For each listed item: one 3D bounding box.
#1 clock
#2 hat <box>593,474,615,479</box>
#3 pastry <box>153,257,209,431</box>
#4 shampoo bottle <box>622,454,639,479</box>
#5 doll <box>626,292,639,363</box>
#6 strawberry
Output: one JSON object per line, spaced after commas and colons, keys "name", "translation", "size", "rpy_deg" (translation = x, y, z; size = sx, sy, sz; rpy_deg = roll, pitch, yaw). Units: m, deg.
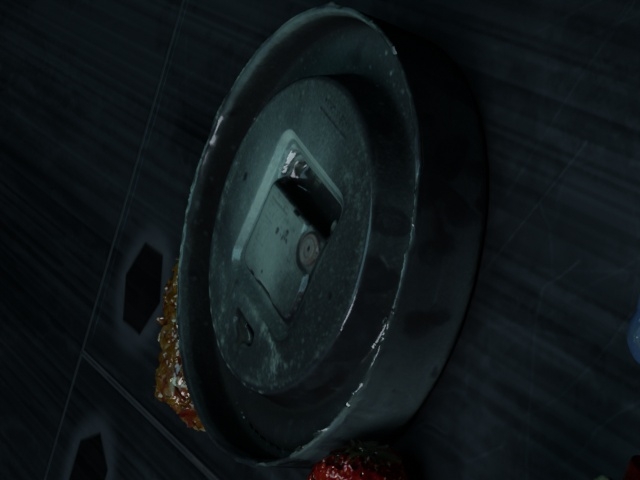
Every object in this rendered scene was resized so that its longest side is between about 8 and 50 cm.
{"name": "clock", "translation": [0.000, 0.000, 1.553], "size": [0.386, 0.076, 0.386], "rpy_deg": [-30, 54, 53]}
{"name": "hat", "translation": [0.080, 0.245, 1.155], "size": [0.257, 0.130, 0.257], "rpy_deg": [20, -90, -87]}
{"name": "pastry", "translation": [-0.117, 0.088, 1.735], "size": [0.087, 0.063, 0.169], "rpy_deg": [-15, 66, 55]}
{"name": "shampoo bottle", "translation": [0.182, 0.267, 1.144], "size": [0.102, 0.064, 0.260], "rpy_deg": [35, 110, 59]}
{"name": "doll", "translation": [0.222, 0.019, 1.211], "size": [0.037, 0.027, 0.125], "rpy_deg": [11, 86, 60]}
{"name": "strawberry", "translation": [0.032, 0.197, 1.427], "size": [0.083, 0.083, 0.096], "rpy_deg": [20, 128, 61]}
